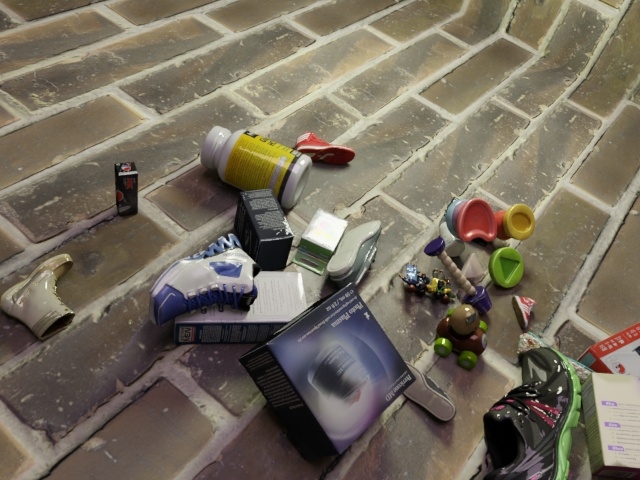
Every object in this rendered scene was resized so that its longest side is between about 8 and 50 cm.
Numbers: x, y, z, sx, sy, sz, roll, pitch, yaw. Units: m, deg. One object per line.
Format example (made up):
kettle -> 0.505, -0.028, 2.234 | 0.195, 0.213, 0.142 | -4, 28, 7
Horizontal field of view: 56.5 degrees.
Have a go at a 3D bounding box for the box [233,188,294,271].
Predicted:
box -> -0.173, -0.028, 1.781 | 0.108, 0.153, 0.207 | -9, 52, -25

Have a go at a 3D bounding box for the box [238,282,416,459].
box -> 0.022, 0.310, 1.434 | 0.296, 0.183, 0.294 | -33, 89, -37

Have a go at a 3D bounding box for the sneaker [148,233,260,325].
sneaker -> -0.260, 0.116, 1.488 | 0.182, 0.127, 0.315 | 35, 47, 19

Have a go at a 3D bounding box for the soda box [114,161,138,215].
soda box -> -0.574, -0.151, 1.764 | 0.060, 0.169, 0.053 | -12, 52, -26

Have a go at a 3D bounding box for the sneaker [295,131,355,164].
sneaker -> 0.014, -0.352, 2.190 | 0.221, 0.087, 0.128 | 4, 48, -15

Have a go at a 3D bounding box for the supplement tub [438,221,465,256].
supplement tub -> 0.440, -0.005, 1.998 | 0.071, 0.071, 0.107 | 7, 47, -11

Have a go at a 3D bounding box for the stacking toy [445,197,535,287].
stacking toy -> 0.537, 0.005, 1.960 | 0.309, 0.130, 0.279 | 9, 86, -25

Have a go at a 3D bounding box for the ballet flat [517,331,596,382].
ballet flat -> 0.680, 0.359, 1.734 | 0.241, 0.091, 0.077 | 32, 77, 20

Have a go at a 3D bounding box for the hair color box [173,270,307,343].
hair color box -> -0.217, 0.178, 1.605 | 0.347, 0.105, 0.174 | 2, 48, -15

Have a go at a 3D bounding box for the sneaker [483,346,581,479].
sneaker -> 0.529, 0.447, 1.521 | 0.202, 0.185, 0.482 | 26, 45, 3

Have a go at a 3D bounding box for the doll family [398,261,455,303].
doll family -> 0.330, 0.137, 1.835 | 0.193, 0.076, 0.111 | 10, 50, 0

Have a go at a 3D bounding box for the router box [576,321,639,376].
router box -> 0.989, 0.403, 1.768 | 0.335, 0.082, 0.301 | -16, 54, -28

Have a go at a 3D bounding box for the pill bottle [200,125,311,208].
pill bottle -> -0.212, -0.248, 1.950 | 0.334, 0.188, 0.188 | 23, 46, 6

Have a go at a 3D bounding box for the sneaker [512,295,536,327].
sneaker -> 0.648, 0.222, 1.865 | 0.067, 0.042, 0.118 | 5, 44, -8

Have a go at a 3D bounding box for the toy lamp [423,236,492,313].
toy lamp -> 0.423, 0.112, 1.801 | 0.274, 0.080, 0.080 | 48, 44, -17

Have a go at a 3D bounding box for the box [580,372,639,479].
box -> 0.814, 0.484, 1.549 | 0.214, 0.117, 0.243 | 2, 58, 8

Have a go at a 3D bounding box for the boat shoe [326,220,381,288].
boat shoe -> 0.119, 0.045, 1.861 | 0.116, 0.099, 0.319 | -13, 24, 34

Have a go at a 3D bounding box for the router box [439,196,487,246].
router box -> 0.524, -0.069, 2.100 | 0.179, 0.046, 0.133 | 28, 46, 10

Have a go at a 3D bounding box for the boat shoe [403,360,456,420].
boat shoe -> 0.276, 0.400, 1.591 | 0.206, 0.075, 0.065 | 40, 6, 27

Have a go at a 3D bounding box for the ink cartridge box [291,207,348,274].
ink cartridge box -> 0.000, 0.000, 1.868 | 0.109, 0.062, 0.209 | 25, 46, 6

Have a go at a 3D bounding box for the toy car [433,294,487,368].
toy car -> 0.422, 0.237, 1.681 | 0.149, 0.188, 0.155 | 26, 46, 9

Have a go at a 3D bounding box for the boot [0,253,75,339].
boot -> -0.681, 0.142, 1.523 | 0.165, 0.077, 0.213 | 32, 52, 15
